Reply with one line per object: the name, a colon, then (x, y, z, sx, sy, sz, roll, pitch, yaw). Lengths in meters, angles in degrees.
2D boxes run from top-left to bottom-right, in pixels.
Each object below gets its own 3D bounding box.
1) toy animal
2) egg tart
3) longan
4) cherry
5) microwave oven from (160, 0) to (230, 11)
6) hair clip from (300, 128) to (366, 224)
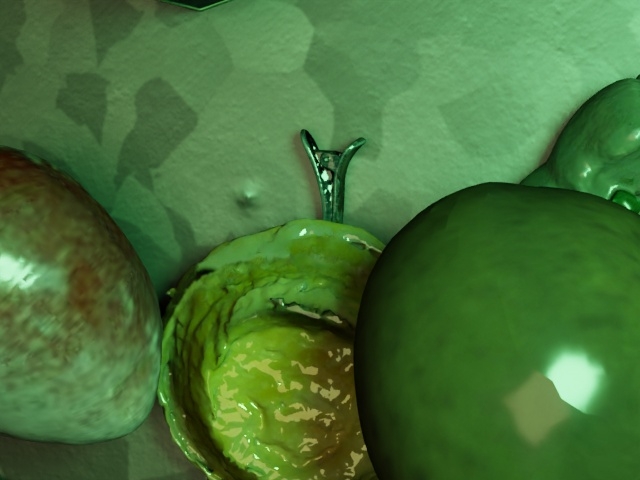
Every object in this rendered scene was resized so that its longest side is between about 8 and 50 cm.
toy animal: (0.250, -0.052, 1.359, 0.251, 0.127, 0.125, -35, 98, 27)
egg tart: (-0.017, 0.148, 1.399, 0.345, 0.132, 0.346, 3, 104, 11)
longan: (0.193, 0.120, 1.192, 0.360, 0.361, 0.361, 1, 95, 13)
cherry: (-0.334, 0.070, 1.399, 0.326, 0.291, 0.335, -17, 131, 41)
microwave oven: (-0.126, -0.338, 1.341, 0.145, 0.240, 0.194, -15, 91, 14)
hair clip: (0.000, 0.000, 1.445, 0.070, 0.039, 0.230, 8, 98, 11)
